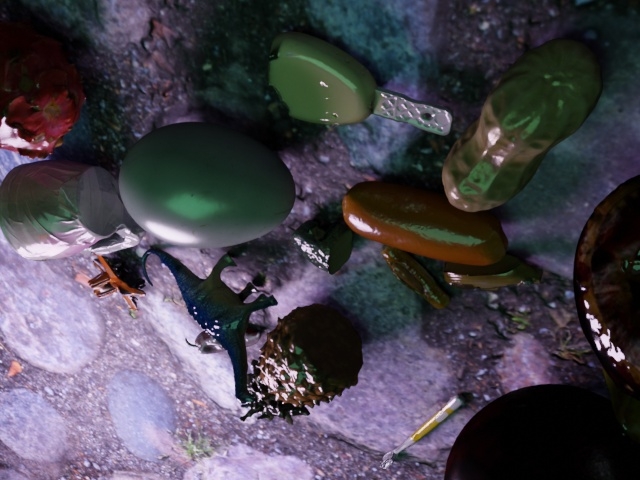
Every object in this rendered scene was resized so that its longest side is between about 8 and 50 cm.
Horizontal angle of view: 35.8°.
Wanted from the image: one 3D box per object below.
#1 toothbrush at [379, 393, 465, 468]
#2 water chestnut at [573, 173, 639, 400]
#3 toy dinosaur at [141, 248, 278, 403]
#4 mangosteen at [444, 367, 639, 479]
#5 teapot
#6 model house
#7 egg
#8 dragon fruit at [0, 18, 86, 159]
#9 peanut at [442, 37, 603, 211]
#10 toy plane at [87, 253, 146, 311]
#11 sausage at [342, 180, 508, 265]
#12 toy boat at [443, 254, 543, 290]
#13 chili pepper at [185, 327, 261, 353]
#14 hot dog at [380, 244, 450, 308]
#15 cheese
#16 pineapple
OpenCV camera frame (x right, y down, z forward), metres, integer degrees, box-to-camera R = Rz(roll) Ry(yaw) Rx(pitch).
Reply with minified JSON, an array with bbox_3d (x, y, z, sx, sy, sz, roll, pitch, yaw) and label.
[{"bbox_3d":[0.175,0.342,1.753,0.021,0.024,0.288,35,137,-1],"label":"toothbrush"},{"bbox_3d":[0.447,0.057,1.188,0.300,0.300,0.300,16,135,16],"label":"water chestnut"},{"bbox_3d":[-0.166,0.106,1.643,0.363,0.147,0.076,47,168,31],"label":"toy dinosaur"},{"bbox_3d":[0.372,0.377,1.433,0.381,0.381,0.421,41,123,-11],"label":"mangosteen"},{"bbox_3d":[-0.403,-0.032,1.631,0.178,0.163,0.221,-6,127,28],"label":"teapot"},{"bbox_3d":[0.000,0.000,1.516,0.083,0.066,0.079,32,152,25],"label":"model house"},{"bbox_3d":[-0.164,-0.079,1.434,0.264,0.183,0.183,6,133,15],"label":"egg"},{"bbox_3d":[-0.479,-0.231,1.462,0.268,0.210,0.205,11,162,16],"label":"dragon fruit"},{"bbox_3d":[0.235,-0.128,1.200,0.111,0.125,0.274,45,137,13],"label":"peanut"},{"bbox_3d":[-0.346,0.076,1.763,0.188,0.062,0.135,0,128,47],"label":"toy plane"},{"bbox_3d":[0.145,-0.025,1.378,0.238,0.098,0.098,17,136,18],"label":"sausage"},{"bbox_3d":[0.245,0.047,1.421,0.149,0.047,0.049,-3,141,35],"label":"toy boat"},{"bbox_3d":[-0.171,0.177,1.783,0.153,0.041,0.050,-14,143,19],"label":"chili pepper"},{"bbox_3d":[0.142,0.057,1.503,0.137,0.028,0.044,44,143,-16],"label":"hot dog"},{"bbox_3d":[0.051,-0.189,1.305,0.255,0.050,0.127,21,136,11],"label":"cheese"},{"bbox_3d":[-0.062,0.235,1.697,0.169,0.169,0.340,38,140,-8],"label":"pineapple"}]
